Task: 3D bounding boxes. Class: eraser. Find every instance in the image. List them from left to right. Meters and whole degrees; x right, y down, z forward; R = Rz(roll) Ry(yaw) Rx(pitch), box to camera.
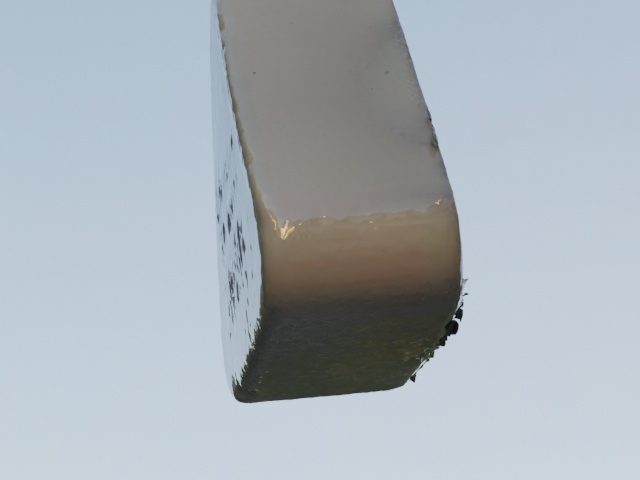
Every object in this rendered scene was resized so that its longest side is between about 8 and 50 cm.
[{"bbox_3d":[0.000,0.000,1.408,0.150,0.331,0.331,-6,-33,-7],"label":"eraser"}]
